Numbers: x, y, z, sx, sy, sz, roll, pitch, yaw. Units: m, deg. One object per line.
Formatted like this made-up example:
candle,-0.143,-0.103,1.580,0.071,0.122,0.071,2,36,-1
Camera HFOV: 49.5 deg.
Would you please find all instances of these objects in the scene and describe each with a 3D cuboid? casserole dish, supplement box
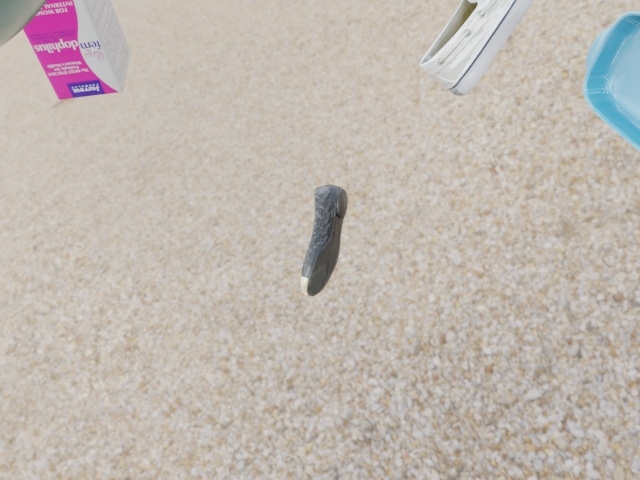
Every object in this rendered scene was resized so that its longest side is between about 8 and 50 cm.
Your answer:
casserole dish,0.342,-0.148,0.689,0.037,0.114,0.188,-7,45,-27
supplement box,-0.385,-0.341,1.070,0.111,0.220,0.114,-7,51,4

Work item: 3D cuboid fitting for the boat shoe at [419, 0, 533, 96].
boat shoe,0.299,-0.465,1.293,0.367,0.156,0.136,-58,15,17

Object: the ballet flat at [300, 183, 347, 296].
ballet flat,0.000,0.000,1.010,0.049,0.057,0.173,3,68,31

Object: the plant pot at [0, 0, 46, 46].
plant pot,-0.271,-0.215,0.375,0.293,0.293,0.235,-28,39,3
